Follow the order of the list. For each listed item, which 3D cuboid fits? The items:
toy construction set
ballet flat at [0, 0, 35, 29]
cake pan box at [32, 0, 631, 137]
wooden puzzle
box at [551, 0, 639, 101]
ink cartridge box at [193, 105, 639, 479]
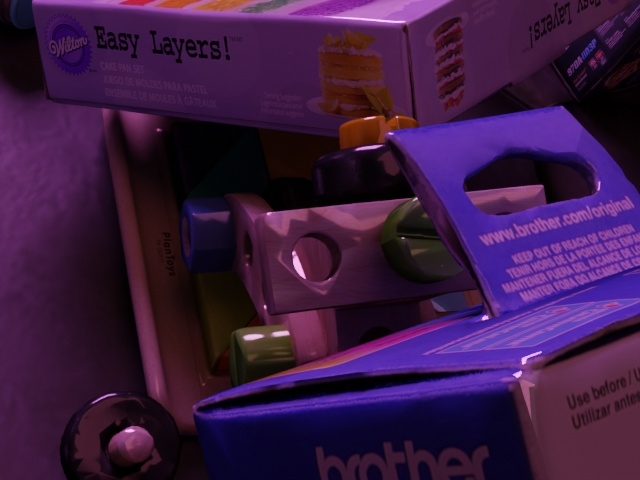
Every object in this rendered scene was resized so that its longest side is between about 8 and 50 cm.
[{"bbox_3d":[0.056,0.082,0.620,0.309,0.237,0.257,21,69,-13],"label":"toy construction set"},{"bbox_3d":[-0.130,-0.197,0.857,0.203,0.074,0.074,-28,73,-30],"label":"ballet flat"},{"bbox_3d":[0.016,-0.135,0.770,0.246,0.070,0.267,13,30,34],"label":"cake pan box"},{"bbox_3d":[0.000,0.000,0.797,0.239,0.044,0.221,0,59,-24],"label":"wooden puzzle"},{"bbox_3d":[0.281,-0.191,0.932,0.175,0.220,0.051,-19,70,-31],"label":"box"},{"bbox_3d":[0.128,0.143,0.452,0.270,0.151,0.395,-13,91,-42],"label":"ink cartridge box"}]
